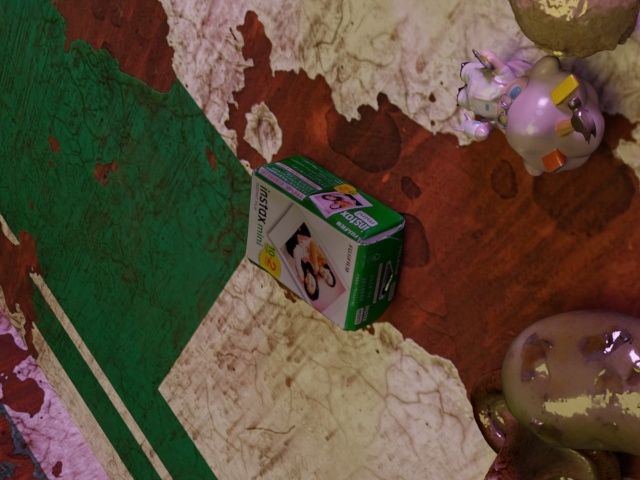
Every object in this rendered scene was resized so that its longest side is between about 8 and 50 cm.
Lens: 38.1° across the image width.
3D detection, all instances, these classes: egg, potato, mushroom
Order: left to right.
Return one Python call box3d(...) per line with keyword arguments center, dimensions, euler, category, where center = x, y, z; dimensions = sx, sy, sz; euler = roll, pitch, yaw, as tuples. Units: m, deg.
box3d(center=(0.239, 0.274, 1.147), dimensions=(0.227, 0.217, 0.148), euler=(35, 133, 32), category="mushroom")
box3d(center=(0.257, -0.249, 0.944), dimensions=(0.140, 0.118, 0.116), euler=(31, 170, 23), category="egg")
box3d(center=(0.328, 0.159, 1.048), dimensions=(0.262, 0.165, 0.165), euler=(-1, 109, 39), category="potato")

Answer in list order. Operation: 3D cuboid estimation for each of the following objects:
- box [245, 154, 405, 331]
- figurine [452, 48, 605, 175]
box3d(center=(0.000, 0.000, 1.363), dimensions=(0.250, 0.103, 0.180), euler=(32, 130, 33), category="box")
box3d(center=(0.235, -0.143, 1.028), dimensions=(0.229, 0.112, 0.137), euler=(36, 126, 48), category="figurine")
